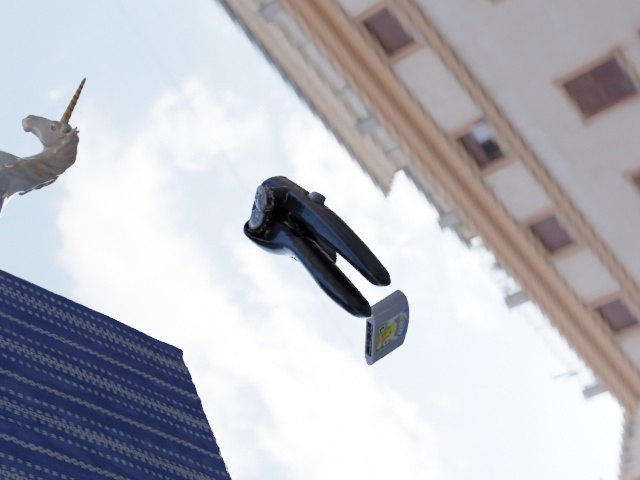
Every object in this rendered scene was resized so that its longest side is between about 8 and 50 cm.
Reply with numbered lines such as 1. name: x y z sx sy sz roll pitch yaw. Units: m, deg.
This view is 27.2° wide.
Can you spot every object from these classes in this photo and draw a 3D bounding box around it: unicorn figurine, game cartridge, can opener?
1. unicorn figurine: -0.229 -0.044 0.896 0.162 0.111 0.060 -79 -10 -49
2. game cartridge: 0.072 0.093 1.416 0.056 0.083 0.017 -34 -127 -31
3. can opener: 0.000 0.000 0.939 0.073 0.059 0.186 14 -169 -28

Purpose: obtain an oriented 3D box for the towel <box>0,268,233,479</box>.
1. towel: -0.157 0.149 0.930 0.243 0.040 0.336 29 -161 -35
